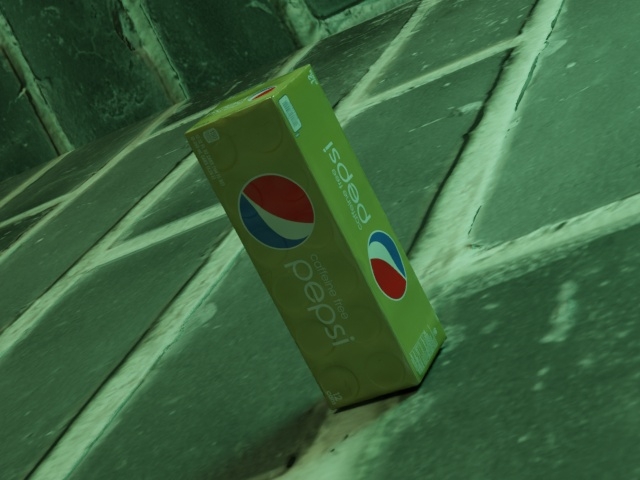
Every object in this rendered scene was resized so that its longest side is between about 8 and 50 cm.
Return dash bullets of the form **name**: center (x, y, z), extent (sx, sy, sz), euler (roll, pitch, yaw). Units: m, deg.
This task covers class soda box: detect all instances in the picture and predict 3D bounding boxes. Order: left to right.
- **soda box**: center (0.000, 0.000, 0.842), extent (0.061, 0.181, 0.058), euler (-20, 15, 29)
